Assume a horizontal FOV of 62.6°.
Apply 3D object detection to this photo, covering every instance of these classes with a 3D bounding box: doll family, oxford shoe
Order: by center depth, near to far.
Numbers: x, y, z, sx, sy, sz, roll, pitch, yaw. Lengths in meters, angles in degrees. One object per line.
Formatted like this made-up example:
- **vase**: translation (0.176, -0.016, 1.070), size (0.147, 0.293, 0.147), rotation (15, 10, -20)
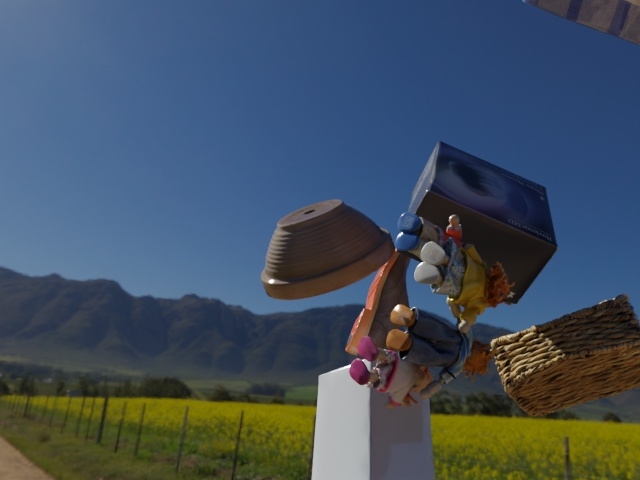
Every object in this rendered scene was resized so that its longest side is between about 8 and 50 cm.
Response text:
- **doll family**: translation (0.157, 0.099, 0.643), size (0.163, 0.263, 0.118), rotation (23, -5, -38)
- **oxford shoe**: translation (0.195, 0.168, 1.447), size (0.132, 0.364, 0.130), rotation (25, -21, 4)

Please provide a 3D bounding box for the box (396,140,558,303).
- **box**: translation (0.362, -0.053, 1.224), size (0.296, 0.294, 0.183), rotation (24, -54, 2)

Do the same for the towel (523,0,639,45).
- **towel**: translation (0.315, -0.324, 0.535), size (0.209, 0.034, 0.285), rotation (34, -12, 23)

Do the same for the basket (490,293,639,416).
- **basket**: translation (0.527, 0.210, 1.141), size (0.299, 0.223, 0.213), rotation (-28, -51, 27)

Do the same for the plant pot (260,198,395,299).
- **plant pot**: translation (0.000, 0.000, 0.900), size (0.237, 0.110, 0.237), rotation (-17, 14, 4)

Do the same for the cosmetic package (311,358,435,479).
- **cosmetic package**: translation (0.105, 0.454, 1.020), size (0.156, 0.385, 0.217), rotation (-27, -48, 34)
